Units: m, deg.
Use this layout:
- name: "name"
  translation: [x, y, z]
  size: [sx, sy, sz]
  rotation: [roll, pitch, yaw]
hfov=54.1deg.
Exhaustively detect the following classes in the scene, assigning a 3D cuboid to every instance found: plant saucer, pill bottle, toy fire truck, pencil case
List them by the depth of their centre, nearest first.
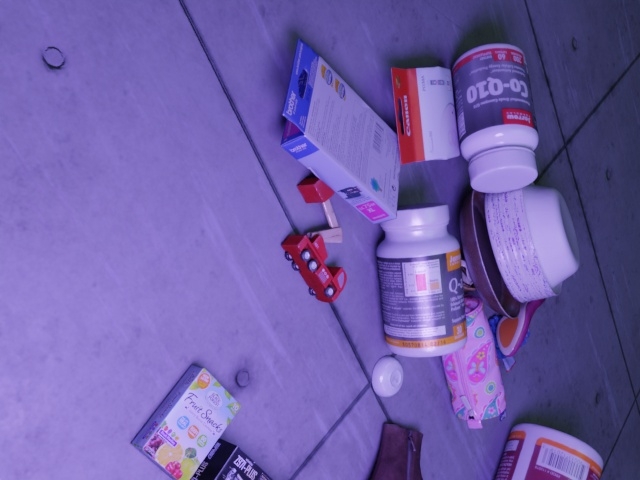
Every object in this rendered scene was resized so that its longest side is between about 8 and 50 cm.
- name: "toy fire truck"
  translation: [0.000, 0.000, 1.103]
  size: [0.135, 0.047, 0.192]
  rotation: [-52, 124, -32]
- name: "pill bottle"
  translation: [0.192, 0.072, 1.209]
  size: [0.162, 0.162, 0.278]
  rotation: [-12, 99, -43]
- name: "pill bottle"
  translation: [0.374, -0.257, 1.334]
  size: [0.161, 0.161, 0.283]
  rotation: [15, 65, -43]
- name: "pencil case"
  translation: [0.322, 0.261, 1.361]
  size: [0.124, 0.124, 0.283]
  rotation: [-29, 111, -40]
- name: "plant saucer"
  translation: [0.377, 0.026, 1.403]
  size: [0.311, 0.050, 0.310]
  rotation: [36, 47, -50]
- name: "pill bottle"
  translation: [0.500, 0.655, 1.465]
  size: [0.224, 0.224, 0.392]
  rotation: [46, 61, -34]

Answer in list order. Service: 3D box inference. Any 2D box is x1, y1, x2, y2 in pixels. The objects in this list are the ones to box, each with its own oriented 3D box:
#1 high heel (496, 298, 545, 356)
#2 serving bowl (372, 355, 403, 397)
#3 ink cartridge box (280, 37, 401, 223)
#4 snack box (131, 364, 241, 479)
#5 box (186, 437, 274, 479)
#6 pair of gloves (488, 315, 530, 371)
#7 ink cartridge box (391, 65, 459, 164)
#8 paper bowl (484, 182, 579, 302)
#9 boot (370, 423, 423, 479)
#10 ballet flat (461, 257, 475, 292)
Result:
- name: "high heel"
  translation: [0.500, 0.195, 1.530]
  size: [0.117, 0.082, 0.244]
  rotation: [39, 48, -23]
- name: "serving bowl"
  translation: [0.140, 0.274, 1.253]
  size: [0.083, 0.027, 0.083]
  rotation: [-2, 92, -44]
- name: "ink cartridge box"
  translation: [0.033, -0.183, 1.095]
  size: [0.311, 0.065, 0.185]
  rotation: [39, 48, -39]
- name: "snack box"
  translation: [-0.195, 0.271, 0.927]
  size: [0.141, 0.037, 0.100]
  rotation: [-53, 125, -30]
- name: "box"
  translation: [-0.139, 0.413, 0.953]
  size: [0.147, 0.078, 0.180]
  rotation: [-54, 125, -28]
- name: "pair of gloves"
  translation: [0.472, 0.229, 1.573]
  size: [0.198, 0.023, 0.159]
  rotation: [-42, 116, -36]
- name: "ink cartridge box"
  translation: [0.216, -0.253, 1.258]
  size: [0.232, 0.066, 0.188]
  rotation: [-24, 109, -64]
- name: "paper bowl"
  translation: [0.489, -0.010, 1.419]
  size: [0.284, 0.148, 0.284]
  rotation: [35, 48, -50]
- name: "boot"
  translation: [0.113, 0.461, 1.212]
  size: [0.249, 0.090, 0.206]
  rotation: [24, 62, -40]
- name: "ballet flat"
  translation: [0.275, 0.035, 1.347]
  size: [0.232, 0.073, 0.080]
  rotation: [43, 62, -35]
